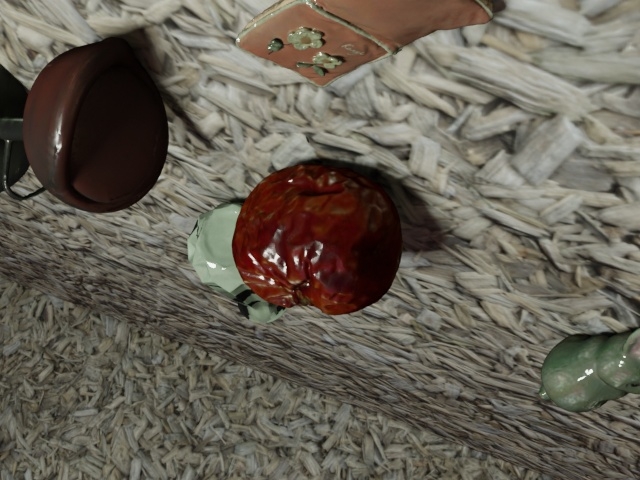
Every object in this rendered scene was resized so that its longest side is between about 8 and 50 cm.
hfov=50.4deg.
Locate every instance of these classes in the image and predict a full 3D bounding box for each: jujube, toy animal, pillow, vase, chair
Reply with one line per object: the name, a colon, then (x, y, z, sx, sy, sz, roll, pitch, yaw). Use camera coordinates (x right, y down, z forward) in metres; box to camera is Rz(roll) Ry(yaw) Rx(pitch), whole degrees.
jujube: (0.000, 0.000, 0.945, 0.232, 0.213, 0.213, 10, 155, 42)
toy animal: (0.439, 0.187, 1.015, 0.125, 0.127, 0.251, 28, 154, -2)
pillow: (0.032, -0.198, 0.614, 0.126, 0.043, 0.232, 10, 170, -40)
vase: (-0.135, 0.055, 1.272, 0.165, 0.165, 0.360, 19, 162, 11)
chair: (-0.378, -0.153, 0.936, 0.401, 0.226, 0.226, 7, 153, 35)
